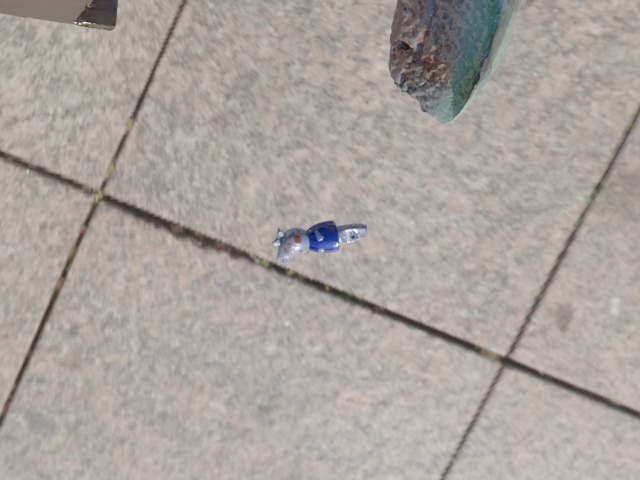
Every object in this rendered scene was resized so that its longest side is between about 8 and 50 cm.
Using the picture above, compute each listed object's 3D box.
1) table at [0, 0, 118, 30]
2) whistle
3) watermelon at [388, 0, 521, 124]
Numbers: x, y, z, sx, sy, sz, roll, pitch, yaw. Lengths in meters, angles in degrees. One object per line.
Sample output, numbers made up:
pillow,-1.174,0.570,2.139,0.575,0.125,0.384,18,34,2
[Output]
table,-0.207,-0.251,0.743,0.193,0.169,0.172,5,86,-21
whistle,0.000,0.000,0.974,0.083,0.029,0.033,-10,116,-8
watermelon,0.106,-0.181,0.822,0.094,0.081,0.180,34,123,10
